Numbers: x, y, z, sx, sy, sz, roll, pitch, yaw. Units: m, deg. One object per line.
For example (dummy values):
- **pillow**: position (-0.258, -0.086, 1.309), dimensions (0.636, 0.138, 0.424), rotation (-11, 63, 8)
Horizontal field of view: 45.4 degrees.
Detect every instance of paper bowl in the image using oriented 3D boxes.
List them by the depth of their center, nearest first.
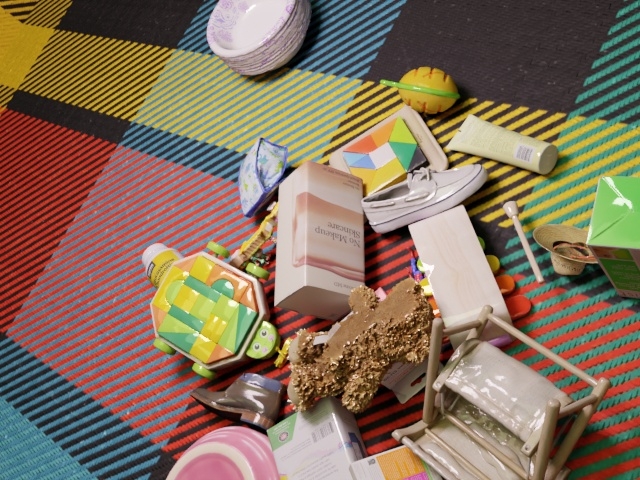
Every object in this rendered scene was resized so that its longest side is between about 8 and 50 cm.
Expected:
- **paper bowl**: position (-0.151, -0.570, 2.048), dimensions (0.284, 0.148, 0.284), rotation (-17, 56, 26)

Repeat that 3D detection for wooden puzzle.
- **wooden puzzle**: position (0.142, -0.177, 1.699), dimensions (0.238, 0.044, 0.221), rotation (-35, 51, 14)

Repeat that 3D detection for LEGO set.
- **LEGO set**: position (-0.092, -0.016, 1.758), dimensions (0.287, 0.107, 0.132), rotation (-54, 14, 3)

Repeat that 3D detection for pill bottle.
- **pill bottle**: position (-0.361, 0.082, 1.857), dimensions (0.103, 0.103, 0.184), rotation (-51, 49, -1)

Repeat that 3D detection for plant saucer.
- **plant saucer**: position (-0.201, 0.530, 1.504), dimensions (0.332, 0.084, 0.332), rotation (-15, 61, 29)

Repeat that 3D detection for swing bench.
- **swing bench**: position (0.286, 0.283, 1.252), dimensions (0.253, 0.165, 0.255), rotation (35, 120, 40)

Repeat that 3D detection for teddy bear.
- **teddy bear**: position (0.071, 0.202, 1.414), dimensions (0.338, 0.113, 0.245), rotation (-38, 31, 11)

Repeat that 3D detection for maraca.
- **maraca**: position (0.219, -0.334, 1.685), dimensions (0.185, 0.127, 0.099), rotation (20, 103, 36)

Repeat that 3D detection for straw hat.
- **straw hat**: position (0.443, 0.030, 1.365), dimensions (0.144, 0.144, 0.061), rotation (33, 128, 41)

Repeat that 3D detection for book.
- **book**: position (0.134, 0.414, 1.329), dimensions (0.144, 0.035, 0.096), rotation (-11, 53, -19)

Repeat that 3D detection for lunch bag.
- **lunch bag**: position (-0.140, -0.143, 1.809), dimensions (0.129, 0.096, 0.151), rotation (-47, 28, 52)

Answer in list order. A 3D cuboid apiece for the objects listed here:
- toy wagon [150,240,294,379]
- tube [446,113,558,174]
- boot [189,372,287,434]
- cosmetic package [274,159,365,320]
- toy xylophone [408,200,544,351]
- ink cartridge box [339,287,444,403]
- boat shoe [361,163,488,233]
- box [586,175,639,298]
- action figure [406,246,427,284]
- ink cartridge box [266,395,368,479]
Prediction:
- **toy wagon**: position (-0.212, 0.167, 1.675), dimensions (0.344, 0.068, 0.267), rotation (26, 85, 26)
- **tube**: position (0.367, -0.195, 1.553), dimensions (0.070, 0.062, 0.240), rotation (-20, 32, -33)
- **boot**: position (-0.171, 0.328, 1.619), dimensions (0.219, 0.082, 0.106), rotation (14, 63, 29)
- **cosmetic package**: position (0.000, 0.000, 1.605), dimensions (0.129, 0.153, 0.296), rotation (-37, 45, 49)
- **toy xylophone**: position (0.288, 0.056, 1.442), dimensions (0.236, 0.081, 0.323), rotation (-14, 55, 13)
- **ink cartridge box**: position (0.136, 0.202, 1.476), dimensions (0.115, 0.067, 0.198), rotation (-42, 50, 7)
- **boat shoe**: position (0.208, -0.105, 1.569), dimensions (0.267, 0.088, 0.096), rotation (-22, 23, 28)
- **box**: position (0.577, 0.006, 1.177), dimensions (0.261, 0.231, 0.127), rotation (6, 68, 36)
- **action figure**: position (0.196, 0.062, 1.542), dimensions (0.038, 0.030, 0.115), rotation (-18, 58, 19)
- **ink cartridge box**: position (0.007, 0.423, 1.426), dimensions (0.154, 0.093, 0.212), rotation (-34, 49, 15)
